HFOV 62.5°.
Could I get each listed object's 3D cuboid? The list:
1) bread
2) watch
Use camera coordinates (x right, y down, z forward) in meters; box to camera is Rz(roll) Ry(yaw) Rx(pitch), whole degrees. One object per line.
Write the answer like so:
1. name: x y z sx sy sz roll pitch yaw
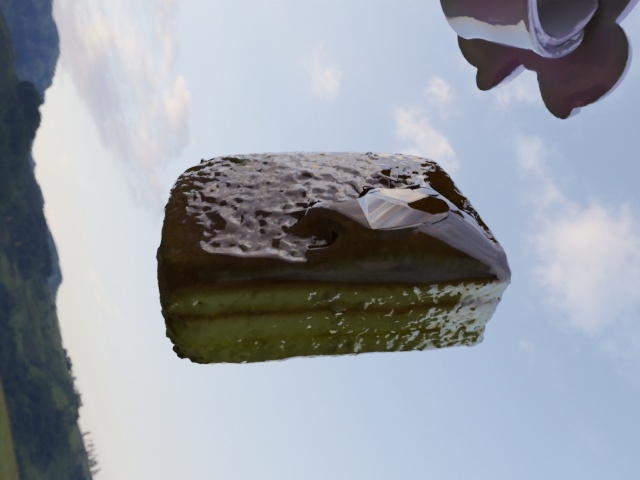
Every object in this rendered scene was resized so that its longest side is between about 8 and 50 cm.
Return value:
1. bread: 0.000 0.000 0.417 0.184 0.234 0.110 -104 -168 -54
2. watch: 0.204 -0.266 0.525 0.211 0.217 0.248 35 -60 38
